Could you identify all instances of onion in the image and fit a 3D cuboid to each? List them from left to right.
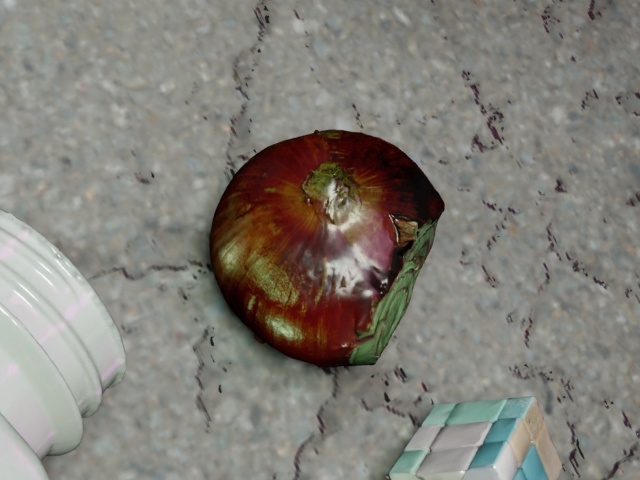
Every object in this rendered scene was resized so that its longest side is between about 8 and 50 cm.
[{"bbox_3d":[0.000,0.000,0.728,0.118,0.118,0.117,41,55,-7],"label":"onion"}]

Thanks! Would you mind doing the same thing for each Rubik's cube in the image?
[{"bbox_3d":[0.079,0.124,0.741,0.075,0.084,0.073,-40,113,-35],"label":"Rubik's cube"}]

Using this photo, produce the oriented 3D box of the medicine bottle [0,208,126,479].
[{"bbox_3d":[-0.216,0.124,0.567,0.179,0.124,0.324,44,60,-5],"label":"medicine bottle"}]
